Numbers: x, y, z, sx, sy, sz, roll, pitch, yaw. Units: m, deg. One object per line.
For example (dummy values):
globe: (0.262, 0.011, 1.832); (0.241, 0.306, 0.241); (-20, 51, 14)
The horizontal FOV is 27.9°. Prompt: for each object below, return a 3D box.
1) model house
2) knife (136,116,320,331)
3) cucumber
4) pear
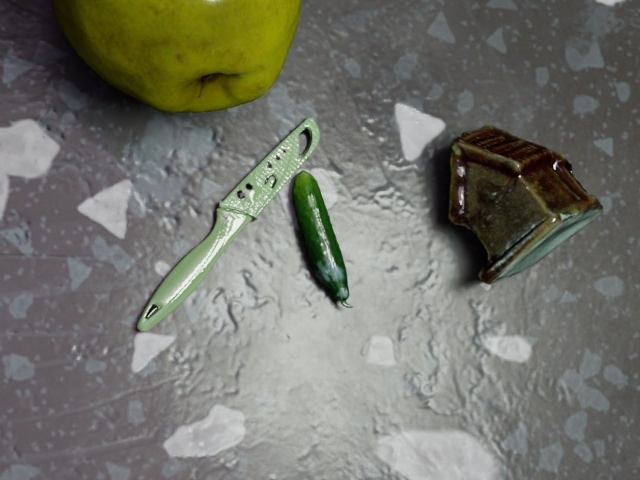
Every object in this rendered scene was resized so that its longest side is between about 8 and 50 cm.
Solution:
model house: (0.210, -0.056, 1.385); (0.165, 0.106, 0.152); (-20, 72, -51)
knife: (-0.095, -0.020, 1.337); (0.043, 0.020, 0.293); (42, 74, -2)
cucumber: (0.000, 0.000, 1.347); (0.037, 0.037, 0.155); (-17, 85, -15)
pear: (-0.140, -0.277, 1.254); (0.253, 0.253, 0.307); (-5, 75, -14)
